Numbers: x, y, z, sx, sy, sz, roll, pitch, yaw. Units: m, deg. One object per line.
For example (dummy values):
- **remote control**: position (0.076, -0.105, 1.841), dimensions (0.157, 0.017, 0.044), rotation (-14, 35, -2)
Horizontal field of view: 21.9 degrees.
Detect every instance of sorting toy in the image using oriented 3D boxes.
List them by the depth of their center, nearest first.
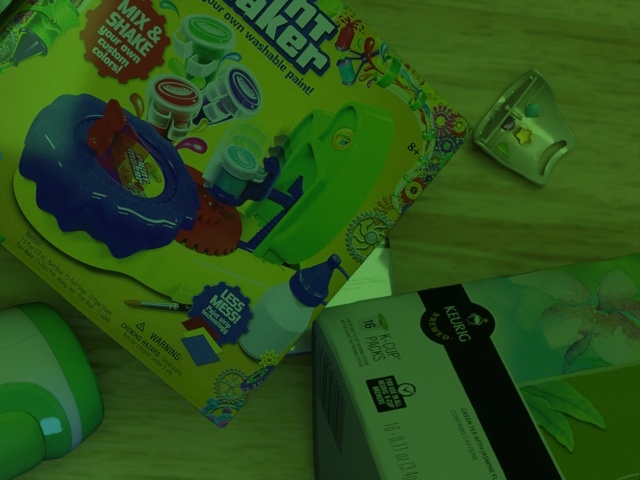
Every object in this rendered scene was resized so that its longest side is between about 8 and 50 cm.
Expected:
- **sorting toy**: position (0.175, -0.087, 1.390), dimensions (0.075, 0.045, 0.083), rotation (41, 77, -8)

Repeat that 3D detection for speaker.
- **speaker**: position (-0.313, 0.154, 1.212), dimensions (0.296, 0.131, 0.131), rotation (-26, 86, -24)

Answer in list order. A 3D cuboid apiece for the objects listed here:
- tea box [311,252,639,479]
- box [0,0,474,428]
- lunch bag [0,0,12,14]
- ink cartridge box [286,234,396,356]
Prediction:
- **tea box**: position (0.187, 0.200, 1.176), dimensions (0.323, 0.220, 0.329), rotation (-9, 38, -11)
- **box**: position (-0.104, -0.075, 1.181), dimensions (0.290, 0.177, 0.279), rotation (41, 84, -16)
- **lunch bag**: position (-0.244, -0.213, 1.298), dimensions (0.096, 0.129, 0.151), rotation (-38, 89, -10)
- **ink cartridge box**: position (0.000, 0.000, 1.338), dimensions (0.104, 0.060, 0.180), rotation (-6, 83, -8)
